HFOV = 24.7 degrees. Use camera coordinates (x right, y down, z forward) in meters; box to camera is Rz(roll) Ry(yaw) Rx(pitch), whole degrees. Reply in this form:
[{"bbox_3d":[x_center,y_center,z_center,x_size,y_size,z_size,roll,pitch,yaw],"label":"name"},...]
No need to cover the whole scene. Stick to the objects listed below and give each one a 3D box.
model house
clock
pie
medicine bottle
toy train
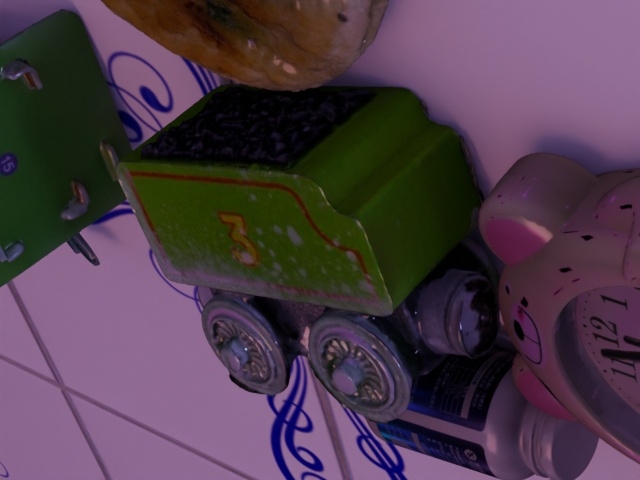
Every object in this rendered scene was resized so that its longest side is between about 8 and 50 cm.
[{"bbox_3d":[-0.378,-0.045,1.415,0.323,0.300,0.340,24,142,44],"label":"model house"},{"bbox_3d":[0.262,0.072,1.014,0.309,0.114,0.284,19,144,35],"label":"clock"},{"bbox_3d":[-0.087,-0.225,1.050,0.337,0.075,0.337,28,148,19],"label":"pie"},{"bbox_3d":[0.138,0.143,1.253,0.191,0.107,0.107,13,140,39],"label":"medicine bottle"},{"bbox_3d":[0.000,0.000,1.171,0.307,0.173,0.249,7,128,44],"label":"toy train"}]
